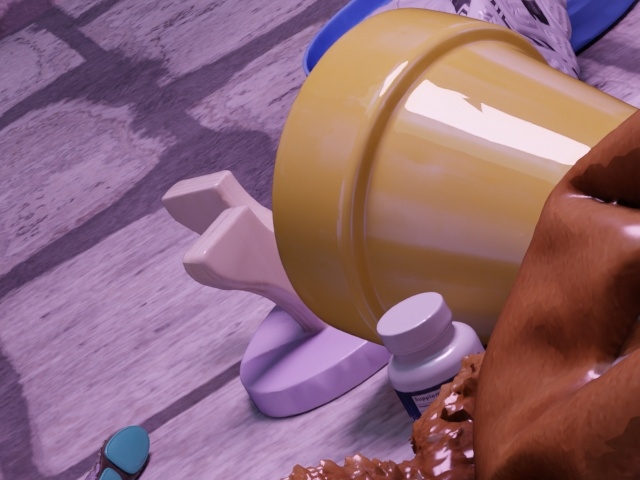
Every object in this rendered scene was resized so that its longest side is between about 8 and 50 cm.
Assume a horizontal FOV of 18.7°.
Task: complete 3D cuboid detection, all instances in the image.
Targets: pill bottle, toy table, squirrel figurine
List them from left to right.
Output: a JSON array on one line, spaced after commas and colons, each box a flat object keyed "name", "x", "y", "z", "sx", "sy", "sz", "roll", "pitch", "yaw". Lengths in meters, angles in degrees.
[{"name": "toy table", "x": 0.000, "y": 0.000, "z": 1.602, "sx": 0.252, "sy": 0.161, "sz": 0.274, "roll": -17, "pitch": 25, "yaw": 31}, {"name": "pill bottle", "x": 0.086, "y": 0.097, "z": 1.308, "sx": 0.067, "sy": 0.120, "sz": 0.067, "roll": -25, "pitch": 20, "yaw": 10}, {"name": "squirrel figurine", "x": 0.126, "y": 0.177, "z": 0.958, "sx": 0.397, "sy": 0.281, "sz": 0.370, "roll": -28, "pitch": 25, "yaw": 48}]

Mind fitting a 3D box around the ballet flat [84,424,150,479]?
[{"name": "ballet flat", "x": -0.171, "y": 0.189, "z": 1.561, "sx": 0.041, "sy": 0.041, "sz": 0.114, "roll": -20, "pitch": 21, "yaw": 24}]

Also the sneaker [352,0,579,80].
[{"name": "sneaker", "x": 0.110, "y": -0.151, "z": 1.729, "sx": 0.210, "sy": 0.137, "sz": 0.366, "roll": -39, "pitch": 14, "yaw": 20}]

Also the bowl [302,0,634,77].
[{"name": "bowl", "x": 0.168, "y": -0.243, "z": 2.073, "sx": 0.391, "sy": 0.077, "sz": 0.391, "roll": -25, "pitch": 20, "yaw": 10}]

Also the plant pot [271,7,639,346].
[{"name": "plant pot", "x": 0.135, "y": -0.027, "z": 1.395, "sx": 0.239, "sy": 0.254, "sz": 0.254, "roll": 16, "pitch": 47, "yaw": 42}]
